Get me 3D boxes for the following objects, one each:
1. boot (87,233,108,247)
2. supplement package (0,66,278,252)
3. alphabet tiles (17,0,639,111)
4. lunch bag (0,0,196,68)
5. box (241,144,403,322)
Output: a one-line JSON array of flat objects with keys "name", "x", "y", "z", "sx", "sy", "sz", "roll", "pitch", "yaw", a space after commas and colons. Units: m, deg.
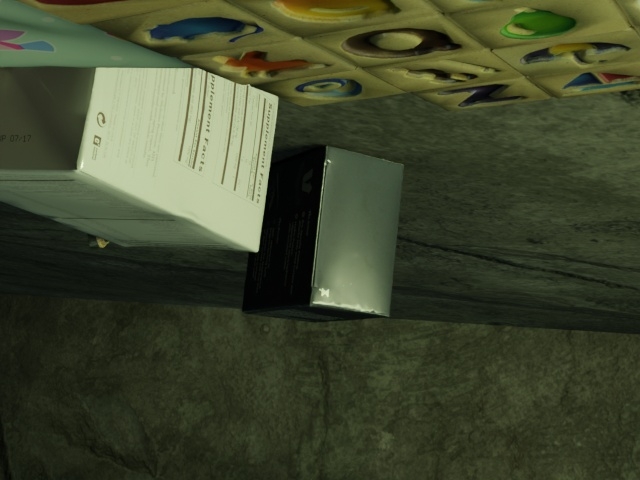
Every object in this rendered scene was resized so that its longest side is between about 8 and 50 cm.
[{"name": "boot", "x": -0.132, "y": -0.054, "z": 0.978, "sx": 0.136, "sy": 0.077, "sz": 0.198, "roll": 1, "pitch": -152, "yaw": 5}, {"name": "supplement package", "x": -0.148, "y": -0.081, "z": 0.780, "sx": 0.139, "sy": 0.134, "sz": 0.244, "roll": 2, "pitch": 169, "yaw": 24}, {"name": "alphabet tiles", "x": 0.068, "y": -0.087, "z": 0.367, "sx": 0.285, "sy": 0.011, "sz": 0.342, "roll": -4, "pitch": 175, "yaw": 26}, {"name": "lunch bag", "x": -0.101, "y": -0.141, "z": 0.391, "sx": 0.279, "sy": 0.108, "sz": 0.224, "roll": 0, "pitch": 173, "yaw": -4}, {"name": "box", "x": 0.000, "y": 0.000, "z": 1.079, "sx": 0.093, "sy": 0.156, "sz": 0.158, "roll": 11, "pitch": 169, "yaw": -27}]
